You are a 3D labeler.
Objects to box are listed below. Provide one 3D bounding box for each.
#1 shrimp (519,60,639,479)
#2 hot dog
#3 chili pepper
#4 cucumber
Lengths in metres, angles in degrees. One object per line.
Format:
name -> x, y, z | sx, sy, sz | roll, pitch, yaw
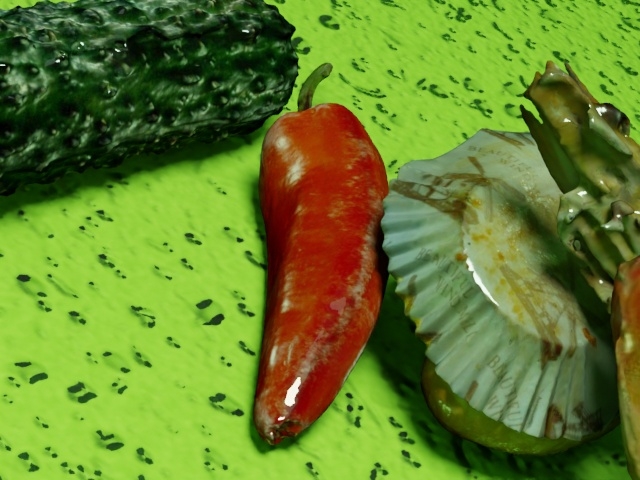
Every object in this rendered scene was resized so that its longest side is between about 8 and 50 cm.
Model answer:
shrimp -> 0.155, 0.052, 0.876 | 0.287, 0.063, 0.152 | 54, 46, -26
hot dog -> 0.115, 0.019, 0.973 | 0.163, 0.082, 0.270 | 59, 32, 7
chili pepper -> 0.000, 0.000, 0.939 | 0.063, 0.071, 0.272 | 57, 22, -36
cucumber -> -0.123, -0.073, 0.914 | 0.096, 0.096, 0.359 | 44, 36, 21
